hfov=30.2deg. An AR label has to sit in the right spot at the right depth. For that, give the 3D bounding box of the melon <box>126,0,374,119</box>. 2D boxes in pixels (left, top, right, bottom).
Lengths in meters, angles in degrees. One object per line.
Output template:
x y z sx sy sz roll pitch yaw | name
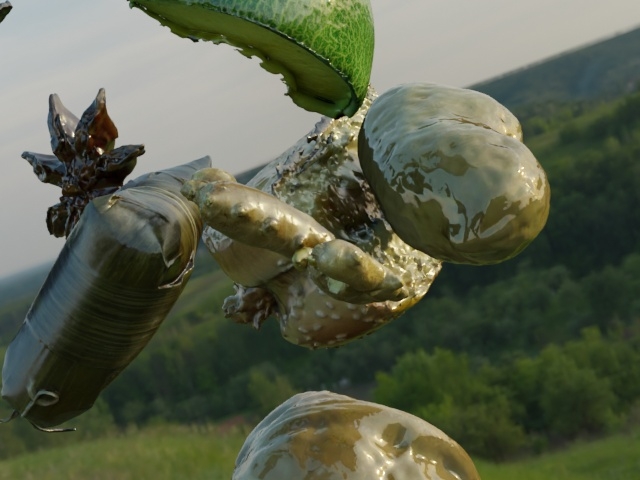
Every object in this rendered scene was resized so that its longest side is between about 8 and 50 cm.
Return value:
-0.027 -0.245 1.141 0.265 0.169 0.129 25 -17 -30 | melon

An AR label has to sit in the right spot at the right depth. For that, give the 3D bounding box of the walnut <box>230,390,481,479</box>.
0.046 0.386 1.639 0.381 0.381 0.381 -20 4 1 | walnut

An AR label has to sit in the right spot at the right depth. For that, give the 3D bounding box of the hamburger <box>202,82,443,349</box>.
0.000 0.000 1.595 0.287 0.268 0.445 -36 12 33 | hamburger

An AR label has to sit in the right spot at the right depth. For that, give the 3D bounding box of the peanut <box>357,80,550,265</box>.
0.153 -0.080 1.372 0.192 0.169 0.387 -16 25 -3 | peanut

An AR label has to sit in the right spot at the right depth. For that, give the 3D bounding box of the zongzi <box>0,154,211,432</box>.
-0.187 0.047 1.095 0.247 0.111 0.241 -56 -1 21 | zongzi

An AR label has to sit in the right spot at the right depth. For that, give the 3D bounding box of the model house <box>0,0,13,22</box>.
-0.447 -0.283 1.362 0.141 0.164 0.203 10 8 7 | model house

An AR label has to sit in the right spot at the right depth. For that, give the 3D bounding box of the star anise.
-0.320 -0.070 1.633 0.088 0.288 0.288 -18 1 -43 | star anise

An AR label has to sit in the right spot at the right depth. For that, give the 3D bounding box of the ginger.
-0.017 0.005 0.959 0.052 0.176 0.193 -57 30 -1 | ginger
